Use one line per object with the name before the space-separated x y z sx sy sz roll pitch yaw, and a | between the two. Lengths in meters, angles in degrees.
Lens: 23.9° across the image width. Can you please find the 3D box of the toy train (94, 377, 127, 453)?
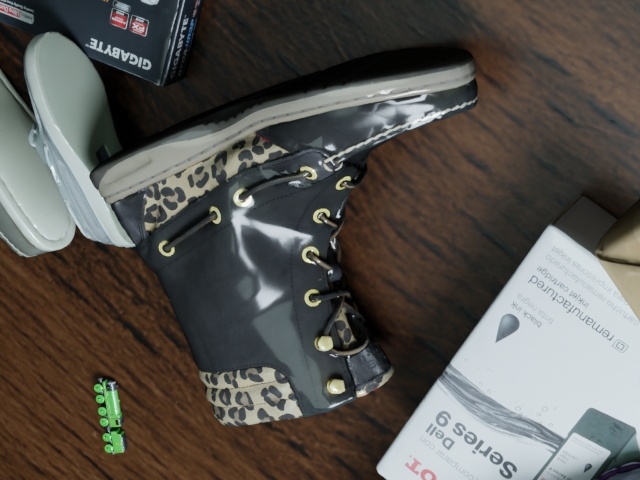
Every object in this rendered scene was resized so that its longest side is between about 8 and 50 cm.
toy train | -0.217 0.182 1.570 0.024 0.017 0.083 -4 102 14

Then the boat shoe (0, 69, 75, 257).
boat shoe | -0.346 -0.110 1.499 0.091 0.109 0.305 -33 84 28

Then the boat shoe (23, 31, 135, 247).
boat shoe | -0.240 -0.090 1.450 0.081 0.079 0.227 -3 121 35

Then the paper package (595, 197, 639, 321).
paper package | 0.388 0.040 1.089 0.168 0.325 0.309 -36 87 33

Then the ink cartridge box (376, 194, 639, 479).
ink cartridge box | 0.217 0.142 1.312 0.211 0.121 0.289 37 115 10

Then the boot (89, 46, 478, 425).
boot | 0.000 0.000 1.361 0.377 0.138 0.284 -17 100 21

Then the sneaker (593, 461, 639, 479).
sneaker | 0.212 0.250 1.222 0.224 0.098 0.083 -27 96 26

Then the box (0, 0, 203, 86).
box | -0.211 -0.265 1.425 0.220 0.051 0.175 23 113 16
